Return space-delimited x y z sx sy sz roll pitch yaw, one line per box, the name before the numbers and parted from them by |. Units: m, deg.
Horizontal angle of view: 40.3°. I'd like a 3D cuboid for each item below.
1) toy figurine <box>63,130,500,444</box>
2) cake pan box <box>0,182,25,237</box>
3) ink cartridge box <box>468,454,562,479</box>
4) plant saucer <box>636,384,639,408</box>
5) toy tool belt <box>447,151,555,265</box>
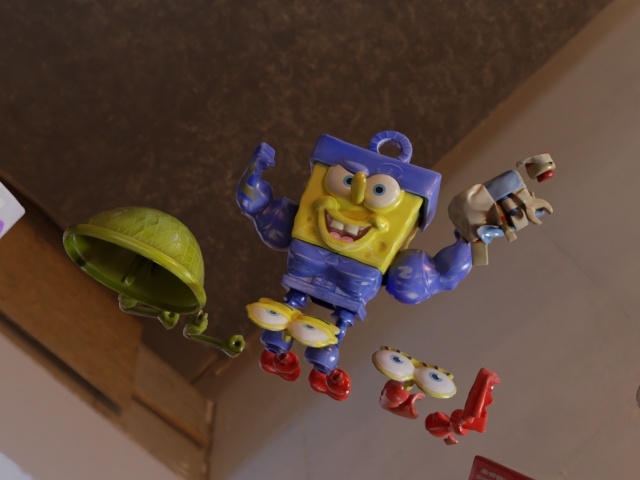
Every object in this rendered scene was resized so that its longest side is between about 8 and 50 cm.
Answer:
toy figurine | 0.000 0.000 0.738 0.191 0.362 0.217 72 40 -66
cake pan box | -0.304 -0.103 0.508 0.070 0.246 0.267 -45 174 -13
ink cartridge box | 0.179 0.340 0.716 0.197 0.114 0.273 175 -67 -73
plant saucer | 0.447 0.165 0.995 0.168 0.168 0.029 -33 -145 37
toy tool belt | 0.134 -0.020 0.610 0.083 0.051 0.052 -28 168 8
